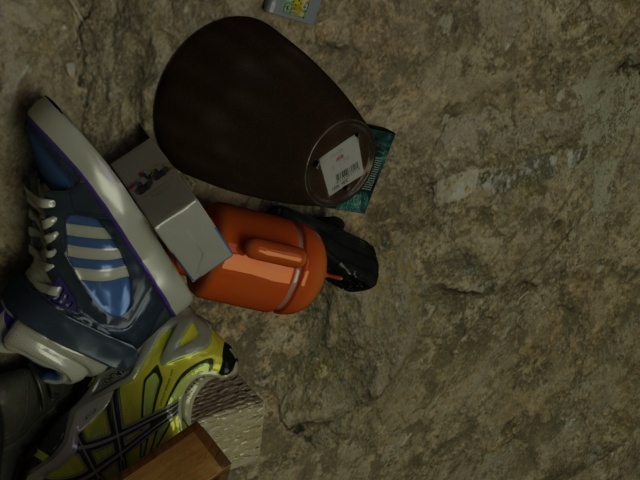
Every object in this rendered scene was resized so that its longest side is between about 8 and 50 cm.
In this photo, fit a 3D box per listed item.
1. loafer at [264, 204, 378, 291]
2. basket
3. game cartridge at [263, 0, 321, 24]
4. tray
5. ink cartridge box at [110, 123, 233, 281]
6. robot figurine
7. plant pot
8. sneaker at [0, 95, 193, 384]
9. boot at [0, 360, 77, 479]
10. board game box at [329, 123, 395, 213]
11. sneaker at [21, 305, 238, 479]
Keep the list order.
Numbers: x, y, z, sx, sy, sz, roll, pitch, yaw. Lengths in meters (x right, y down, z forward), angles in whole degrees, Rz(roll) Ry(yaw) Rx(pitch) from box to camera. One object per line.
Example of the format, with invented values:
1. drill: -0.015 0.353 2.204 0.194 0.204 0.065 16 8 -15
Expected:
1. loafer: 0.000 0.000 1.845 0.223 0.076 0.078 31 55 -41
2. basket: -0.166 0.253 1.807 0.167 0.103 0.113 -15 124 -38
3. game cartridge: -0.031 -0.304 1.668 0.083 0.017 0.056 6 105 -45
4. tray: -0.232 0.379 1.656 0.203 0.076 0.411 -33 161 -25
5. ink cartridge box: -0.182 -0.047 1.568 0.061 0.181 0.104 -34 134 -5
6. robot figurine: -0.087 0.024 1.704 0.219 0.128 0.158 14 131 -22
7. plant pot: -0.047 -0.132 1.595 0.215 0.230 0.215 -23 128 -33
8. sneaker: -0.312 0.024 1.519 0.236 0.130 0.323 -35 122 -8
9. boot: -0.365 0.250 1.644 0.161 0.083 0.246 -23 133 -44
10. board game box: 0.013 -0.106 1.817 0.186 0.026 0.126 8 108 -45
11. sneaker: -0.247 0.255 1.650 0.385 0.147 0.145 -59 170 -3
